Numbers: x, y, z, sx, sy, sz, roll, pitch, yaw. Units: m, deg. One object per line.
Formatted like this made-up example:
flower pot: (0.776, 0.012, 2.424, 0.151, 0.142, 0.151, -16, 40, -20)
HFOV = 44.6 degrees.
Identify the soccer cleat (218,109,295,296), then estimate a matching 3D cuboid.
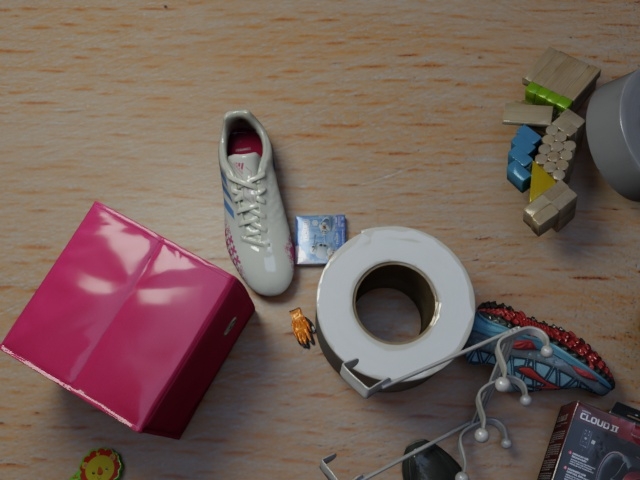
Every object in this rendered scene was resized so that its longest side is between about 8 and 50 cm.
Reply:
soccer cleat: (-0.122, -0.069, 1.345, 0.116, 0.143, 0.331, -12, 73, -1)

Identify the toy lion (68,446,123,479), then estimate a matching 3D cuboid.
toy lion: (-0.369, 0.392, 1.278, 0.100, 0.034, 0.096, -22, 67, -4)

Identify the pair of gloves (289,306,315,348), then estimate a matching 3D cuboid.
pair of gloves: (-0.008, 0.143, 1.346, 0.083, 0.010, 0.074, -17, 73, -4)

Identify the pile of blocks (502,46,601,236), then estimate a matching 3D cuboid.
pile of blocks: (0.392, -0.162, 1.378, 0.149, 0.112, 0.362, 10, 66, 18)

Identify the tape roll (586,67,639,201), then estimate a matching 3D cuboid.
tape roll: (0.554, -0.179, 1.331, 0.219, 0.072, 0.219, 8, 74, -31)

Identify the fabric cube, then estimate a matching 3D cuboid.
fabric cube: (-0.285, 0.136, 1.233, 0.259, 0.254, 0.258, 27, 76, 10)

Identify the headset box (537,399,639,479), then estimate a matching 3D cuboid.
headset box: (0.449, 0.397, 1.198, 0.218, 0.110, 0.293, 21, 75, 8)

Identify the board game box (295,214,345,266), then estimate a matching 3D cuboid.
board game box: (0.000, 0.000, 1.383, 0.090, 0.020, 0.090, -2, 73, 3)

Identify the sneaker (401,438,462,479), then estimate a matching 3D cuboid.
sneaker: (0.208, 0.432, 1.202, 0.101, 0.106, 0.267, -24, 72, -4)

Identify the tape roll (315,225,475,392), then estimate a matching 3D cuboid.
tape roll: (0.113, 0.116, 1.262, 0.246, 0.169, 0.246, 0, 73, 0)

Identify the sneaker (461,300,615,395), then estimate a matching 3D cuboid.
sneaker: (0.351, 0.199, 1.284, 0.262, 0.104, 0.125, 26, 113, -3)

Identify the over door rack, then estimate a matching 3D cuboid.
over door rack: (0.175, 0.260, 1.137, 0.324, 0.239, 0.108, -8, 41, -23)
